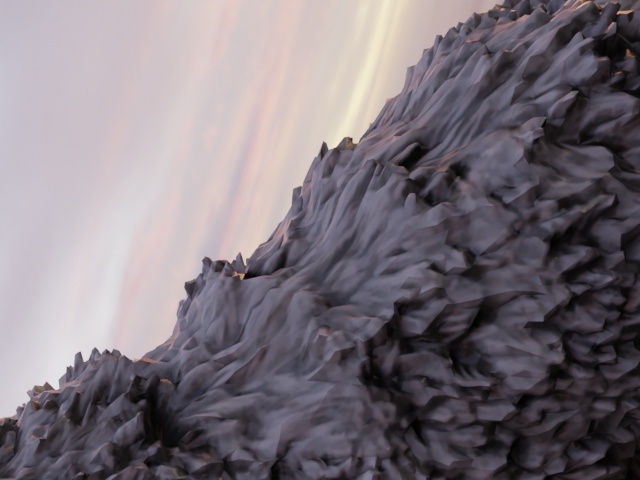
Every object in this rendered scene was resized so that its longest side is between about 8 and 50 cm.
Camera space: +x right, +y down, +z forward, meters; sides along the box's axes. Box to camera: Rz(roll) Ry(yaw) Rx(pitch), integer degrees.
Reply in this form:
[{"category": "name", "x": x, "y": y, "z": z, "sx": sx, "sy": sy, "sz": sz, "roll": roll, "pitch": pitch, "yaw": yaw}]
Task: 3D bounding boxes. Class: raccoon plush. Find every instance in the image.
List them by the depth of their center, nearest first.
[{"category": "raccoon plush", "x": 0.000, "y": 0.000, "z": 0.429, "sx": 0.216, "sy": 0.299, "sz": 0.446, "roll": -132, "pitch": 38, "yaw": -53}]
